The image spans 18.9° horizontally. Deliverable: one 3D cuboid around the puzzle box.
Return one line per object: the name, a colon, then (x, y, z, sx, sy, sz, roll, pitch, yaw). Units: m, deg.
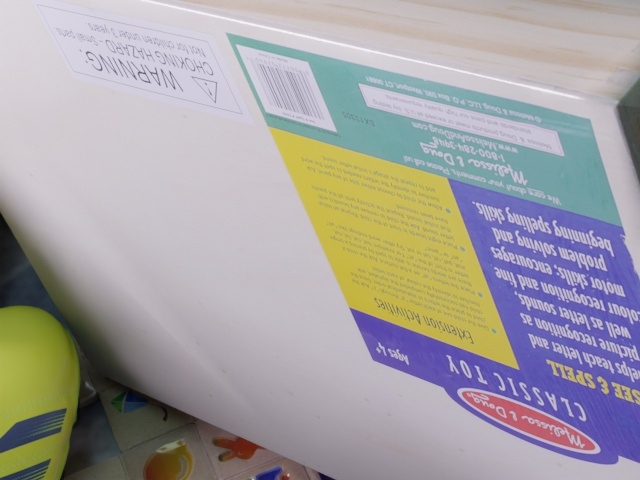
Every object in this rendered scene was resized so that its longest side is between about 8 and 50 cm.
puzzle box: (0.000, 0.000, 0.748, 0.409, 0.272, 0.052, 19, 54, 42)

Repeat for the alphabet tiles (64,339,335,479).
alphabet tiles: (-0.065, 0.124, 0.909, 0.198, 0.009, 0.237, -23, 49, -5)

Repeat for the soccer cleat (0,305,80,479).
soccer cleat: (-0.212, 0.132, 0.856, 0.093, 0.121, 0.289, 23, 64, 33)
